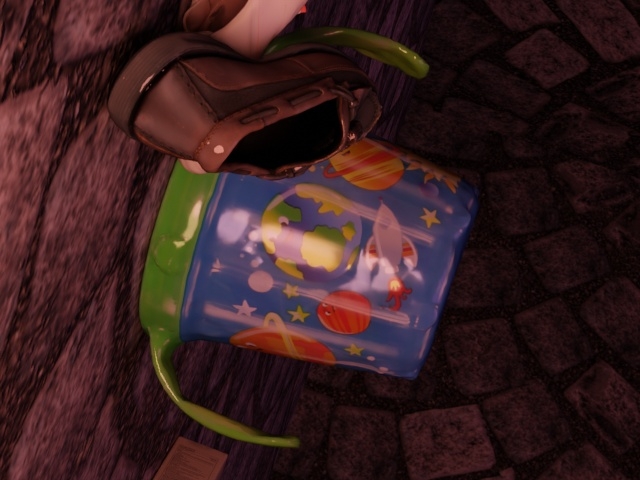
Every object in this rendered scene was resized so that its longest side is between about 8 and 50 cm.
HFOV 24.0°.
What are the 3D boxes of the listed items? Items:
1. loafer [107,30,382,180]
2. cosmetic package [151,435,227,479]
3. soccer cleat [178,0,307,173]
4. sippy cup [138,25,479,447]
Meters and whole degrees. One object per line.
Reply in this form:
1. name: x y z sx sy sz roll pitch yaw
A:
1. loafer: -0.027 -0.069 0.948 0.096 0.084 0.267 -56 157 20
2. cosmetic package: -0.142 0.255 1.566 0.115 0.060 0.041 -56 166 -67
3. soccer cleat: -0.067 -0.124 0.997 0.076 0.068 0.196 -6 139 -39
4. sippy cup: 0.000 0.000 1.204 0.240 0.224 0.305 -63 170 -62
